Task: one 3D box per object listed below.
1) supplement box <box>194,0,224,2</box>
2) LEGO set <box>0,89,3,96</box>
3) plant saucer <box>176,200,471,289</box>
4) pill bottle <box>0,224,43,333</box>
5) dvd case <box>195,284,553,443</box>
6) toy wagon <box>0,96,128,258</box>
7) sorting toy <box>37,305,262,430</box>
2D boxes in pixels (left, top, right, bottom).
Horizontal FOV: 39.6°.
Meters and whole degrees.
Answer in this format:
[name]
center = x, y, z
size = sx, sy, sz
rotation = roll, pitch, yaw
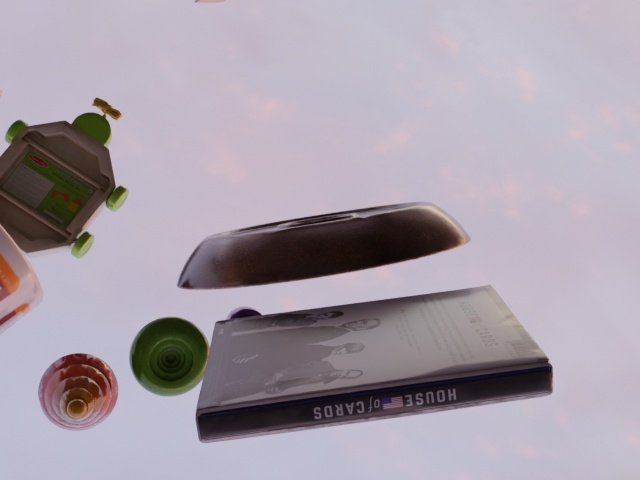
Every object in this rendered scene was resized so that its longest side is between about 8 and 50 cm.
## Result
[supplement box]
center = -0.125, -0.322, 1.005
size = 0.036, 0.098, 0.062
rotation = -5, -170, -16
[LEGO set]
center = -0.515, -0.195, 1.002
size = 0.244, 0.060, 0.182
rotation = 16, 180, 25
[plant saucer]
center = 0.000, 0.000, 0.935
size = 0.310, 0.310, 0.050
rotation = -11, -86, -42
[pill bottle]
center = -0.602, 0.113, 1.210
size = 0.392, 0.224, 0.224
rotation = -40, -105, -24
[dvd case]
center = 0.033, 0.085, 0.670
size = 0.238, 0.030, 0.179
rotation = -7, -166, 0
[toy wagon]
center = -0.518, -0.133, 1.780
size = 0.267, 0.068, 0.344
rotation = 33, -109, 1
[sorting toy]
center = -0.246, 0.194, 1.339
size = 0.365, 0.126, 0.127
rotation = -21, -82, -11
